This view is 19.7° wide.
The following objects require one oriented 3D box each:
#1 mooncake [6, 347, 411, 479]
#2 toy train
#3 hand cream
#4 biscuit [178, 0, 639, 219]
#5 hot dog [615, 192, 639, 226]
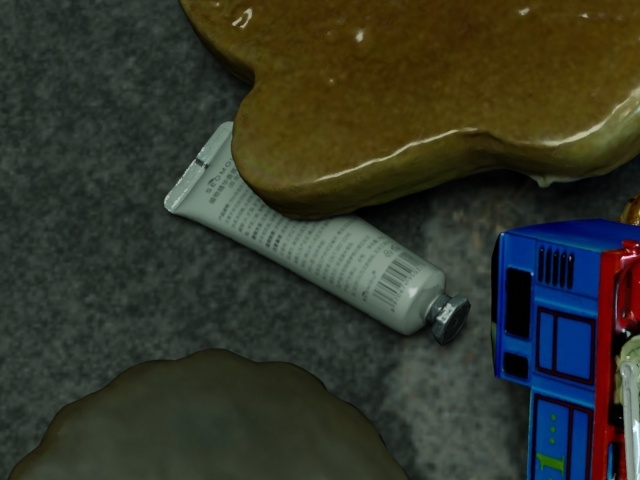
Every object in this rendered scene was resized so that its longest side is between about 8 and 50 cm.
[{"bbox_3d":[-0.056,0.177,0.933,0.228,0.124,0.228,5,64,-10],"label":"mooncake"},{"bbox_3d":[0.153,0.093,0.937,0.131,0.082,0.204,13,106,50],"label":"toy train"},{"bbox_3d":[0.000,0.000,1.061,0.194,0.042,0.067,32,83,24],"label":"hand cream"},{"bbox_3d":[0.056,-0.130,1.068,0.343,0.057,0.287,20,70,28],"label":"biscuit"},{"bbox_3d":[0.172,0.027,1.025,0.049,0.037,0.122,27,80,6],"label":"hot dog"}]
